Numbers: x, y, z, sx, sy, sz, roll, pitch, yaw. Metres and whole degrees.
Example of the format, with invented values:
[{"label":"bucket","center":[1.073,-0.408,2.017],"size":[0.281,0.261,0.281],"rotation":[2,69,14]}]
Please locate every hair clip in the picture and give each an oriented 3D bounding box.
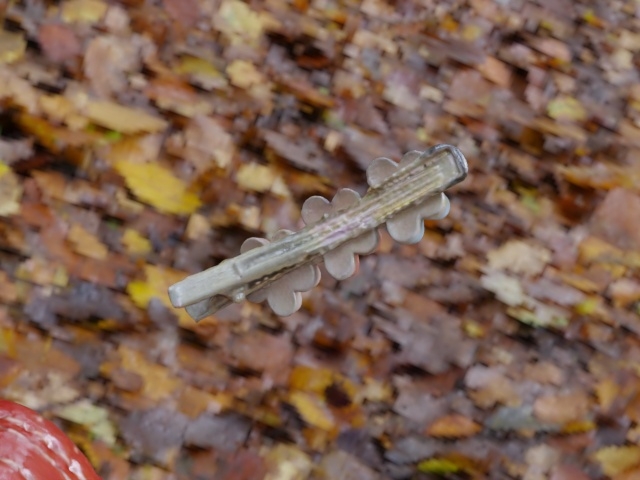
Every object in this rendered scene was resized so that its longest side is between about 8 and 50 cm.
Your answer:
[{"label":"hair clip","center":[0.002,0.001,0.933],"size":[0.062,0.214,0.056],"rotation":[67,14,14]}]

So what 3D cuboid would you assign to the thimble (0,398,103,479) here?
[{"label":"thimble","center":[-0.236,0.207,1.017],"size":[0.189,0.163,0.125],"rotation":[39,18,-7]}]
